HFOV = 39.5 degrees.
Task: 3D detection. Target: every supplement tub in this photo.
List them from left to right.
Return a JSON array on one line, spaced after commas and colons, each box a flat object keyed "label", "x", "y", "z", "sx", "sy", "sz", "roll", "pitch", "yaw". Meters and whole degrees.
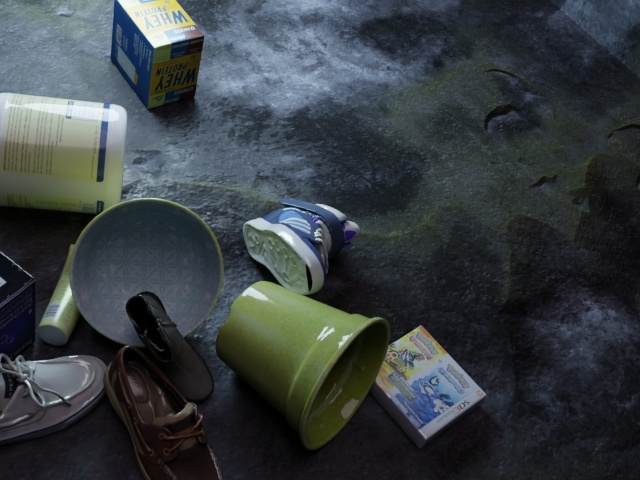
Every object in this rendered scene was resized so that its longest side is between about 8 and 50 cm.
[{"label": "supplement tub", "x": -0.574, "y": -0.181, "z": 1.855, "sx": 0.325, "sy": 0.235, "sz": 0.235, "roll": 5, "pitch": 50, "yaw": -13}]

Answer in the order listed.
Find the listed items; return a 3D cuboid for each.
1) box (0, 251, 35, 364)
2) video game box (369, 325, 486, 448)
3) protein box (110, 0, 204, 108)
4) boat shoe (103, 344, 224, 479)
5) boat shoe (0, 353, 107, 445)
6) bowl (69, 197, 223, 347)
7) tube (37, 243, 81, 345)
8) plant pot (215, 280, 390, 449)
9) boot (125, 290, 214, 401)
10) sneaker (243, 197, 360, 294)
[{"label": "box", "x": -0.601, "y": 0.141, "z": 1.592, "sx": 0.108, "sy": 0.207, "sz": 0.153, "roll": 35, "pitch": 51, "yaw": 13}, {"label": "video game box", "x": 0.204, "y": 0.293, "z": 1.815, "sx": 0.187, "sy": 0.048, "sz": 0.205, "roll": -26, "pitch": 62, "yaw": -36}, {"label": "protein box", "x": -0.402, "y": -0.470, "z": 2.177, "sx": 0.136, "sy": 0.199, "sz": 0.201, "roll": -22, "pitch": 61, "yaw": -31}, {"label": "boat shoe", "x": -0.266, "y": 0.333, "z": 1.566, "sx": 0.123, "sy": 0.123, "sz": 0.342, "roll": -23, "pitch": 72, "yaw": -32}, {"label": "boat shoe", "x": -0.536, "y": 0.260, "z": 1.542, "sx": 0.367, "sy": 0.156, "sz": 0.135, "roll": -14, "pitch": 57, "yaw": -29}, {"label": "bowl", "x": -0.338, "y": 0.053, "z": 1.759, "sx": 0.290, "sy": 0.289, "sz": 0.156, "roll": 8, "pitch": 6, "yaw": -10}, {"label": "tube", "x": -0.488, "y": 0.101, "z": 1.767, "sx": 0.070, "sy": 0.062, "sz": 0.240, "roll": 49, "pitch": 33, "yaw": -31}, {"label": "plant pot", "x": -0.048, "y": 0.209, "z": 1.689, "sx": 0.254, "sy": 0.276, "sz": 0.276, "roll": 30, "pitch": 48, "yaw": 23}, {"label": "boot", "x": -0.280, "y": 0.204, "z": 1.619, "sx": 0.083, "sy": 0.161, "sz": 0.246, "roll": -33, "pitch": 97, "yaw": -5}, {"label": "sneaker", "x": 0.000, "y": 0.000, "z": 1.879, "sx": 0.236, "sy": 0.130, "sz": 0.323, "roll": -15, "pitch": 22, "yaw": -24}]
